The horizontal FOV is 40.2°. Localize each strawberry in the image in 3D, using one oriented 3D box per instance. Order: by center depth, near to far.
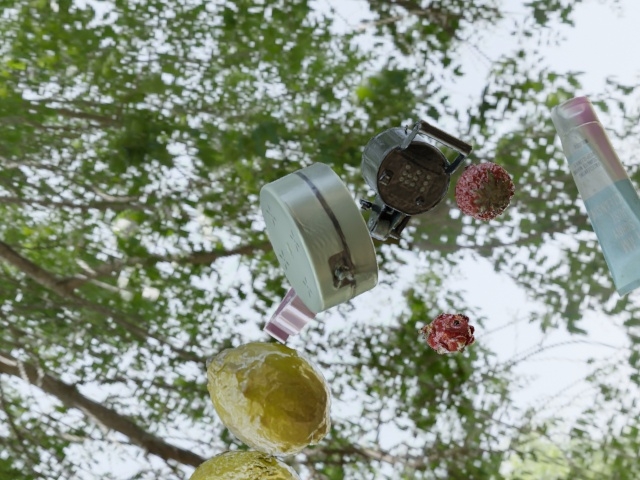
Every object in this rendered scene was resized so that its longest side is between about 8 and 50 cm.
[{"bbox_3d":[0.381,-0.109,2.007,0.145,0.086,0.145,-5,-76,-23],"label":"strawberry"}]

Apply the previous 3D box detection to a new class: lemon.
[{"bbox_3d":[-0.144,0.533,1.601,0.258,0.257,0.310,48,-134,-52],"label":"lemon"},{"bbox_3d":[-0.124,0.392,2.208,0.285,0.285,0.316,-24,-95,-50],"label":"lemon"}]

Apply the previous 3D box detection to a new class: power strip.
[{"bbox_3d":[0.000,0.000,2.070,0.161,0.357,0.358,-23,-53,-14],"label":"power strip"}]

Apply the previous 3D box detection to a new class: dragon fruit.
[{"bbox_3d":[0.297,0.204,2.028,0.112,0.126,0.068,-32,-46,-18],"label":"dragon fruit"}]

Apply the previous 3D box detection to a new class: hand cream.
[{"bbox_3d":[0.442,-0.073,1.362,0.070,0.111,0.312,0,-117,-36],"label":"hand cream"}]

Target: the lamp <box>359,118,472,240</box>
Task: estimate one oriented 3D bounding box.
[{"bbox_3d":[0.232,-0.205,2.395,0.374,0.205,0.272,-57,19,30],"label":"lamp"}]

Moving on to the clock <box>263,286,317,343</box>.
[{"bbox_3d":[-0.021,0.128,2.422,0.290,0.080,0.275,-57,5,-26],"label":"clock"}]
